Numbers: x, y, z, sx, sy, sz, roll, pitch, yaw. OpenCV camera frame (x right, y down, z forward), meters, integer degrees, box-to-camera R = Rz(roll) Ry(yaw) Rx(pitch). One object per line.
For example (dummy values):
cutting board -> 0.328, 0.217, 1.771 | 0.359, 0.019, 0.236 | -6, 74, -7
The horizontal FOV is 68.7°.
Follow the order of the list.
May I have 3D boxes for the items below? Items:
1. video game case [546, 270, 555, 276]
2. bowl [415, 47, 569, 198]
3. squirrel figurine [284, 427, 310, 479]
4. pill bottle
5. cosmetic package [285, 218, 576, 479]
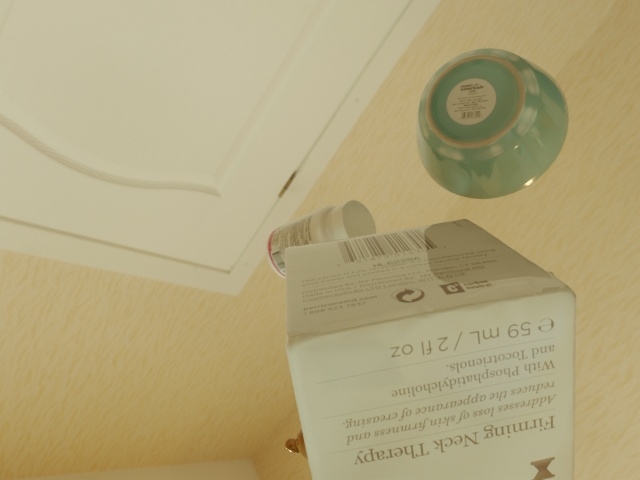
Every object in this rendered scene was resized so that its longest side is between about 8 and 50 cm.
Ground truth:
video game case -> 0.329, 0.121, 0.969 | 0.207, 0.226, 0.026 | 6, -125, -5
bowl -> 0.320, -0.248, 0.932 | 0.311, 0.311, 0.163 | 43, -166, 24
squirrel figurine -> 0.053, 0.736, 1.462 | 0.370, 0.281, 0.396 | 53, -138, -29
pill bottle -> 0.000, 0.000, 1.261 | 0.160, 0.283, 0.160 | 22, -121, -41
cosmetic package -> 0.137, 0.212, 0.703 | 0.330, 0.393, 0.327 | -10, -162, -2
